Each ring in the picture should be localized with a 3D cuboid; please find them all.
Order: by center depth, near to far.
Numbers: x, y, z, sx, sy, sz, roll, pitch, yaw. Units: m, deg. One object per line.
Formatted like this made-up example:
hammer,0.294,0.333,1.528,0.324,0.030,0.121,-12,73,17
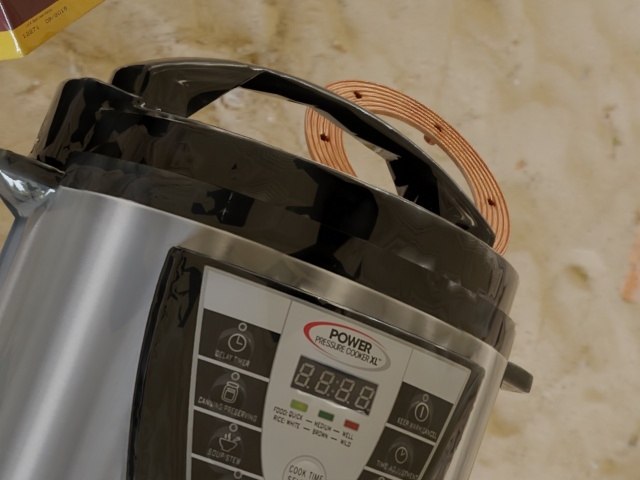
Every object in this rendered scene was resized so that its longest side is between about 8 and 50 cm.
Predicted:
ring,0.117,-0.086,1.769,0.336,0.337,0.032,17,132,-28

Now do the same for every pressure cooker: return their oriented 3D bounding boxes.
pressure cooker,-0.065,0.089,0.909,0.420,0.375,0.370,-69,157,-9

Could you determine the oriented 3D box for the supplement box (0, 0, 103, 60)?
supplement box,-0.268,-0.230,0.881,0.129,0.191,0.194,-50,130,-47
